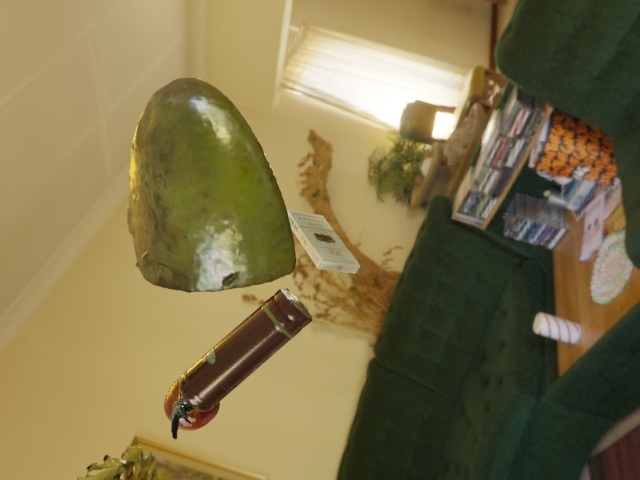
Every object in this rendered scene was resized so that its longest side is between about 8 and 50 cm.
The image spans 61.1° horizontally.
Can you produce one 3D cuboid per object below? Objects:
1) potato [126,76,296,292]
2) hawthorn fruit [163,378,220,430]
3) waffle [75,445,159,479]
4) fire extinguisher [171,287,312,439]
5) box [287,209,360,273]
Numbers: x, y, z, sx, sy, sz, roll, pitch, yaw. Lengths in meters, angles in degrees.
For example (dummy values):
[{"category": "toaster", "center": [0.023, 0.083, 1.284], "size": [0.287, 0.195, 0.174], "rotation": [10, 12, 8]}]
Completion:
[{"category": "potato", "center": [-0.179, -0.074, 0.698], "size": [0.112, 0.269, 0.255], "rotation": [-31, -61, -51]}, {"category": "hawthorn fruit", "center": [-0.299, 0.381, 1.240], "size": [0.140, 0.125, 0.125], "rotation": [-58, 0, 7]}, {"category": "waffle", "center": [-0.367, 0.474, 0.917], "size": [0.281, 0.060, 0.262], "rotation": [86, -160, -47]}, {"category": "fire extinguisher", "center": [-0.080, 0.108, 0.496], "size": [0.158, 0.043, 0.064], "rotation": [-41, 35, 2]}, {"category": "box", "center": [0.000, 0.000, 1.037], "size": [0.024, 0.090, 0.167], "rotation": [-62, 41, 25]}]
